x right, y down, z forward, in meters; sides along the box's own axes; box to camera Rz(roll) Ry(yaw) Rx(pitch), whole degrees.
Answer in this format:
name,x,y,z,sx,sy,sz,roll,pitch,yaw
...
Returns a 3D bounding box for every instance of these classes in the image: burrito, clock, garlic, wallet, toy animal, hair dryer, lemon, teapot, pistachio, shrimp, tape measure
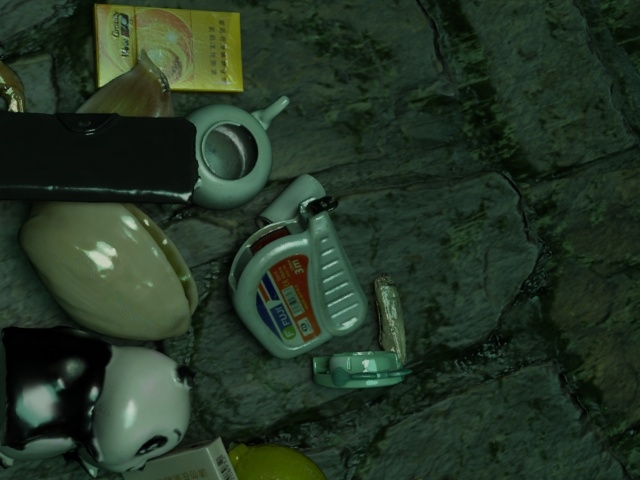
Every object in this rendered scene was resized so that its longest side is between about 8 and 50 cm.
name,x,y,z,sx,sy,sz,roll,pitch,yaw
burrito,0.134,0.155,1.883,0.058,0.045,0.188,3,80,-53
clock,0.081,0.236,1.775,0.148,0.188,0.060,-1,86,-25
garlic,-0.363,-0.186,1.677,0.267,0.128,0.148,-33,66,-15
wallet,-0.381,-0.136,1.557,0.378,0.051,0.197,2,49,-7
toy animal,-0.364,0.259,1.561,0.310,0.251,0.250,7,82,-26
hair dryer,0.000,0.000,1.830,0.131,0.073,0.236,-46,105,-21
lemon,-0.078,0.452,1.694,0.248,0.184,0.184,46,70,-13
teapot,-0.178,-0.151,1.734,0.294,0.129,0.193,-45,101,-20
pistachio,-0.348,0.042,1.605,0.332,0.208,0.226,45,112,-7
shrimp,-0.582,-0.175,1.611,0.169,0.058,0.296,9,78,-24
tape measure,-0.043,0.072,1.740,0.246,0.125,0.243,-25,114,-2

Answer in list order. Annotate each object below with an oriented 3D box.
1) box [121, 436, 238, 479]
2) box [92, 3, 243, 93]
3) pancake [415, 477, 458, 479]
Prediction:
name,x,y,z,sx,sy,sz,roll,pitch,yaw
box,-0.186,0.524,1.637,0.051,0.205,0.365,-31,99,-60
box,-0.275,-0.344,1.757,0.269,0.043,0.152,-1,86,-23
pancake,0.219,0.674,1.872,0.305,0.067,0.426,-17,91,-31
